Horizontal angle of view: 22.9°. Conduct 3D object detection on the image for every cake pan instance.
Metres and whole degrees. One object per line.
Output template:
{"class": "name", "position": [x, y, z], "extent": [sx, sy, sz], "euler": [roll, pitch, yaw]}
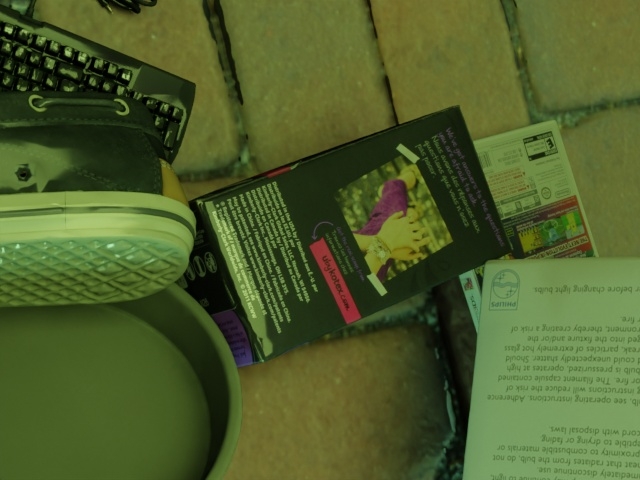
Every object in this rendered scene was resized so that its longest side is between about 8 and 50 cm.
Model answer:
{"class": "cake pan", "position": [-0.208, 0.133, 1.222], "extent": [0.293, 0.054, 0.293], "euler": [5, 51, -6]}

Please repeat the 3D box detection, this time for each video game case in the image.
{"class": "video game case", "position": [0.190, -0.013, 1.517], "extent": [0.201, 0.023, 0.183], "euler": [-17, 89, -47]}

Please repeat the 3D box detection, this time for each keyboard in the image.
{"class": "keyboard", "position": [-0.251, -0.174, 1.341], "extent": [0.317, 0.033, 0.201], "euler": [20, 72, -24]}

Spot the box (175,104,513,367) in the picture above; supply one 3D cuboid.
{"class": "box", "position": [0.000, 0.000, 1.364], "extent": [0.270, 0.165, 0.143], "euler": [-21, 92, -30]}

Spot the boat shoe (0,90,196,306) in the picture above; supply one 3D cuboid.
{"class": "boat shoe", "position": [-0.343, -0.044, 1.180], "extent": [0.500, 0.187, 0.156], "euler": [0, 64, -18]}

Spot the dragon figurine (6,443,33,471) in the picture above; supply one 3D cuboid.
{"class": "dragon figurine", "position": [-0.172, 0.289, 1.269], "extent": [0.085, 0.144, 0.289], "euler": [-25, 111, -29]}

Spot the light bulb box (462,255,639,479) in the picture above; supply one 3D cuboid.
{"class": "light bulb box", "position": [0.298, 0.230, 1.376], "extent": [0.358, 0.225, 0.361], "euler": [25, 68, -52]}
